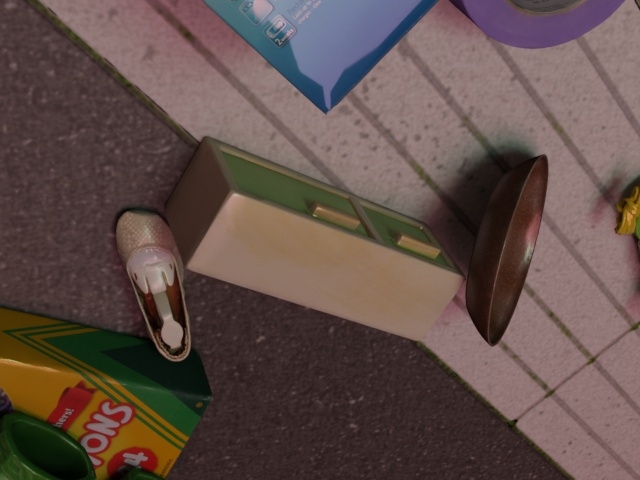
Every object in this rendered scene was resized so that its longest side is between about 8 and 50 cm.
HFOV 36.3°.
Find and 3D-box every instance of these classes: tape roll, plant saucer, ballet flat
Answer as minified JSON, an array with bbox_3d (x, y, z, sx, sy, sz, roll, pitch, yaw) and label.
[{"bbox_3d":[0.183,-0.264,0.821,0.189,0.080,0.189,-10,126,-15],"label":"tape roll"},{"bbox_3d":[0.184,0.007,0.980,0.036,0.198,0.199,16,127,19],"label":"plant saucer"},{"bbox_3d":[-0.150,0.046,0.925,0.057,0.052,0.168,-19,128,-8],"label":"ballet flat"}]

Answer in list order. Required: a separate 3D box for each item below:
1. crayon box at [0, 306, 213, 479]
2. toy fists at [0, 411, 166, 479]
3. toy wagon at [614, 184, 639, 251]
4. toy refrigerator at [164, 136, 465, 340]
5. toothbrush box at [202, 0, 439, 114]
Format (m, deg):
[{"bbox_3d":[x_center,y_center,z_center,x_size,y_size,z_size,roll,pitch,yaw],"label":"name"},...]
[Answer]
[{"bbox_3d":[-0.291,0.174,0.942,0.318,0.081,0.202,17,117,-30],"label":"crayon box"},{"bbox_3d":[-0.242,0.275,0.921,0.142,0.096,0.279,-42,130,12],"label":"toy fists"},{"bbox_3d":[0.471,-0.015,1.109,0.344,0.068,0.267,14,116,-21],"label":"toy wagon"},{"bbox_3d":[0.000,0.000,0.921,0.269,0.102,0.094,21,114,-31],"label":"toy refrigerator"},{"bbox_3d":[-0.032,-0.270,0.655,0.295,0.126,0.216,40,103,-21],"label":"toothbrush box"}]
